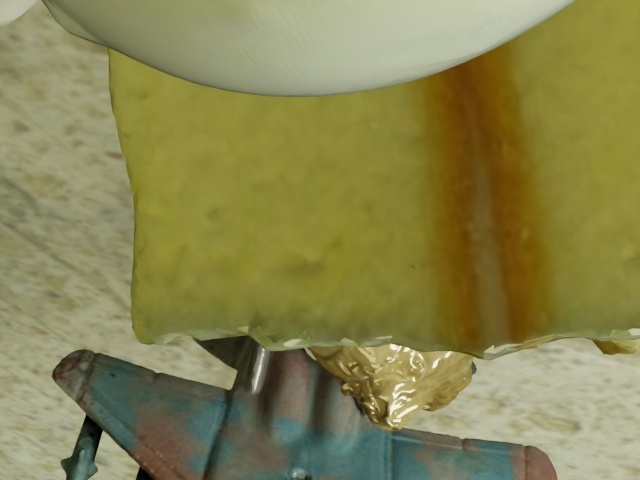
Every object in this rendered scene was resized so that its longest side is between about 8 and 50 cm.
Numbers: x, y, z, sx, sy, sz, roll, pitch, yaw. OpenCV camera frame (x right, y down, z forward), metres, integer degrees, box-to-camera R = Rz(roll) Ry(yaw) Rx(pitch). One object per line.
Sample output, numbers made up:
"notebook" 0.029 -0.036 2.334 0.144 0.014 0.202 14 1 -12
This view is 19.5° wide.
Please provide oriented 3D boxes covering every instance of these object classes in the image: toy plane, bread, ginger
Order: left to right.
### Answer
"toy plane" -0.016 0.128 0.746 0.223 0.326 0.104 13 130 -2
"ginger" 0.005 -0.004 0.735 0.165 0.096 0.067 49 134 -3
"bread" 0.089 -0.073 0.573 0.263 0.198 0.236 -2 -178 29

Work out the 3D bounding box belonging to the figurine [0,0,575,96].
"figurine" -0.053 -0.208 0.307 0.274 0.226 0.394 28 157 36
